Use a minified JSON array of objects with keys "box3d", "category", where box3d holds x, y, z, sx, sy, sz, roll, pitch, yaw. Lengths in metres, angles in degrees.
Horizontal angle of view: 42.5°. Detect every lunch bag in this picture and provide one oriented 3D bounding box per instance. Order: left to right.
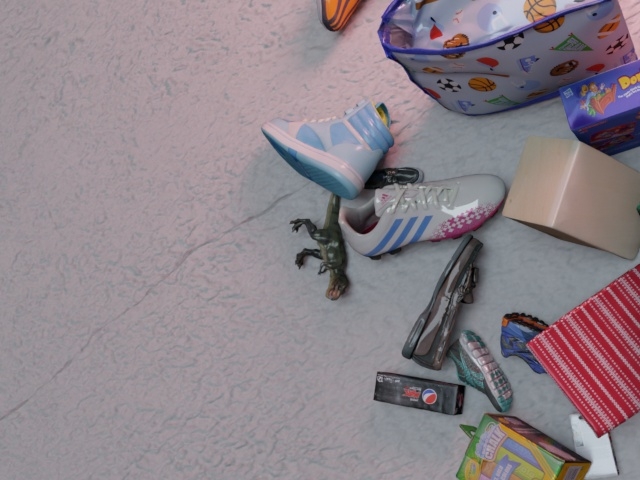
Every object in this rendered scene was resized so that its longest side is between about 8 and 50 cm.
[{"box3d":[0.329,-0.383,1.474,0.385,0.328,0.239,-21,69,24],"category":"lunch bag"}]

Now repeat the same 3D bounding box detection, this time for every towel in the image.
[{"box3d":[0.516,0.180,1.400,0.275,0.031,0.199,-32,68,-8],"category":"towel"}]

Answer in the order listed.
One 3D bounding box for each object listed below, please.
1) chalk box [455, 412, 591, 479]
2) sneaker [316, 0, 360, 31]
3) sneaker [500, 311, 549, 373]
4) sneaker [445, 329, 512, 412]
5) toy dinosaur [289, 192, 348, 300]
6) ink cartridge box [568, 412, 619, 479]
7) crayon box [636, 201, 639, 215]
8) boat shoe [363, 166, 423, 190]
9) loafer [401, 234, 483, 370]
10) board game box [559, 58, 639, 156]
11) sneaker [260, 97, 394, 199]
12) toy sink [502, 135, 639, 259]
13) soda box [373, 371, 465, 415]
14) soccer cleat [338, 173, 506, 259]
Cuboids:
[{"box3d":[0.336,0.392,1.450,0.213,0.132,0.132,27,95,41],"category":"chalk box"},{"box3d":[0.114,-0.586,1.727,0.180,0.124,0.321,20,91,29],"category":"sneaker"},{"box3d":[0.425,0.207,1.484,0.221,0.083,0.087,25,113,27],"category":"sneaker"},{"box3d":[0.297,0.255,1.550,0.076,0.065,0.166,-44,62,32],"category":"sneaker"},{"box3d":[0.000,0.000,1.732,0.118,0.064,0.268,-6,77,19],"category":"toy dinosaur"},{"box3d":[0.482,0.359,1.450,0.063,0.029,0.115,-15,75,25],"category":"ink cartridge box"},{"box3d":[0.599,-0.079,1.319,0.081,0.278,0.165,36,98,26],"category":"crayon box"},{"box3d":[0.139,-0.126,1.689,0.142,0.040,0.049,-6,79,26],"category":"boat shoe"},{"box3d":[0.252,0.121,1.569,0.084,0.096,0.267,29,93,15],"category":"loafer"},{"box3d":[0.598,-0.247,1.372,0.347,0.233,0.078,-18,75,23],"category":"board game box"},{"box3d":[0.029,-0.226,1.729,0.208,0.127,0.319,-48,50,-8],"category":"sneaker"},{"box3d":[0.459,-0.074,1.457,0.131,0.234,0.153,20,92,57],"category":"toy sink"},{"box3d":[0.191,0.295,1.591,0.169,0.053,0.060,6,85,28],"category":"soda box"},{"box3d":[0.188,-0.061,1.584,0.331,0.143,0.116,-22,44,22],"category":"soccer cleat"}]
